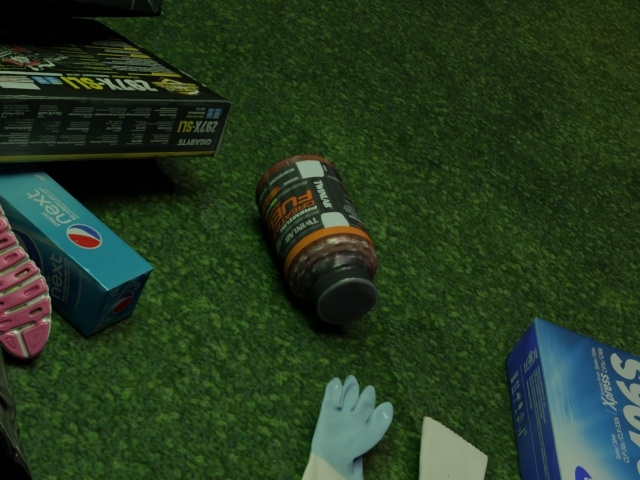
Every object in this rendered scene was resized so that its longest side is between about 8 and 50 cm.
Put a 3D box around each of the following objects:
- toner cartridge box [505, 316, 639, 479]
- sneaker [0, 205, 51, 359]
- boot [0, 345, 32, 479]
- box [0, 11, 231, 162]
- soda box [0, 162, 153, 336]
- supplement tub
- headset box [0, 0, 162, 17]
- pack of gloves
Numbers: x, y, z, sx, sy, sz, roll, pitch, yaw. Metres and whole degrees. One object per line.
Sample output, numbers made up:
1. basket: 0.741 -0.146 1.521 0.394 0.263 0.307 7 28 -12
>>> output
1. toner cartridge box: 0.299 0.241 1.307 0.165 0.075 0.348 20 34 -12
2. sneaker: -0.297 0.035 1.144 0.063 0.075 0.170 -24 78 -22
3. boot: -0.279 0.085 0.945 0.083 0.246 0.161 -24 48 -11
4. box: -0.298 -0.171 1.332 0.257 0.079 0.322 35 26 33
5. soda box: -0.269 -0.004 1.211 0.210 0.067 0.071 39 34 16
6. supplement tub: 0.000 0.000 1.378 0.106 0.106 0.198 8 38 -30
7. headset box: -0.342 -0.323 1.366 0.246 0.131 0.283 4 7 17
8. pack of gloves: 0.061 0.244 1.171 0.195 0.046 0.232 36 34 -12
